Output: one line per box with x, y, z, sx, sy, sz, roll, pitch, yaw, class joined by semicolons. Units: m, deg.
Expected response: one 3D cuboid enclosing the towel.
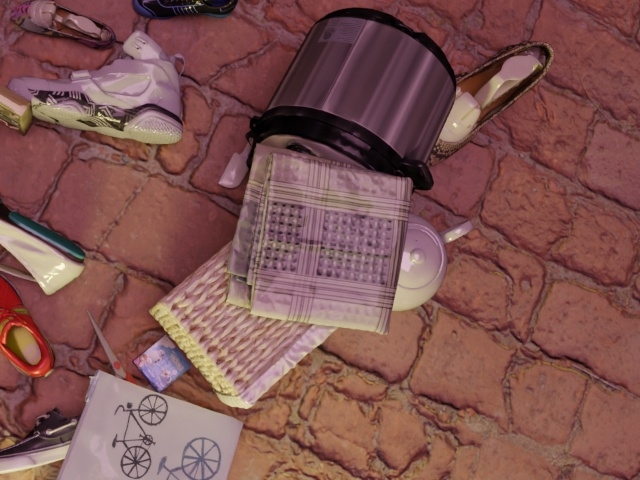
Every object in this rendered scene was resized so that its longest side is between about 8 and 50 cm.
0.000;0.000;1.516;0.324;0.056;0.312;11;88;-10;towel

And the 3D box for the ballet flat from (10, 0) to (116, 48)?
-0.547;-0.469;1.751;0.222;0.079;0.076;16;80;-15;ballet flat

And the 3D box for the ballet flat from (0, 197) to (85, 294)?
-0.666;-0.029;1.646;0.400;0.139;0.139;37;74;-11;ballet flat

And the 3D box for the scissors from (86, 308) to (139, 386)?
-0.420;0.279;1.699;0.297;0.021;0.109;54;33;-5;scissors

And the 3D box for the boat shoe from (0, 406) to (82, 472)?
-0.529;0.386;1.637;0.301;0.108;0.102;-12;81;-24;boat shoe

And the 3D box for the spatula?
-0.109;-0.189;1.887;0.168;0.019;0.242;30;72;-11;spatula

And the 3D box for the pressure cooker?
0.054;-0.230;1.747;0.376;0.370;0.420;31;68;-14;pressure cooker

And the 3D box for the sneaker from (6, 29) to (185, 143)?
-0.460;-0.340;1.737;0.366;0.137;0.210;11;80;-21;sneaker

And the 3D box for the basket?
-0.138;0.134;1.676;0.331;0.328;0.266;-40;94;-17;basket

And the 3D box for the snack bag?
-0.348;0.462;1.625;0.343;0.037;0.323;24;63;-18;snack bag

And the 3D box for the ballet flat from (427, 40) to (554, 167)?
0.376;-0.347;1.968;0.483;0.182;0.164;-36;93;-18;ballet flat

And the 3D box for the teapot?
0.194;0.040;1.862;0.253;0.187;0.256;20;77;-14;teapot

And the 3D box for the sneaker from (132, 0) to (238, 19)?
-0.299;-0.544;1.831;0.232;0.090;0.081;-5;85;-18;sneaker

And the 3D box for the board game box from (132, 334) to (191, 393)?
-0.340;0.264;1.756;0.090;0.020;0.090;-40;96;-19;board game box

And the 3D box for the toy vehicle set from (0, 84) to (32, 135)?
-0.706;-0.309;1.636;0.267;0.166;0.035;30;75;-11;toy vehicle set

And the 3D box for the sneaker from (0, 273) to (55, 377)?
-0.623;0.155;1.630;0.107;0.118;0.279;-42;96;-18;sneaker
